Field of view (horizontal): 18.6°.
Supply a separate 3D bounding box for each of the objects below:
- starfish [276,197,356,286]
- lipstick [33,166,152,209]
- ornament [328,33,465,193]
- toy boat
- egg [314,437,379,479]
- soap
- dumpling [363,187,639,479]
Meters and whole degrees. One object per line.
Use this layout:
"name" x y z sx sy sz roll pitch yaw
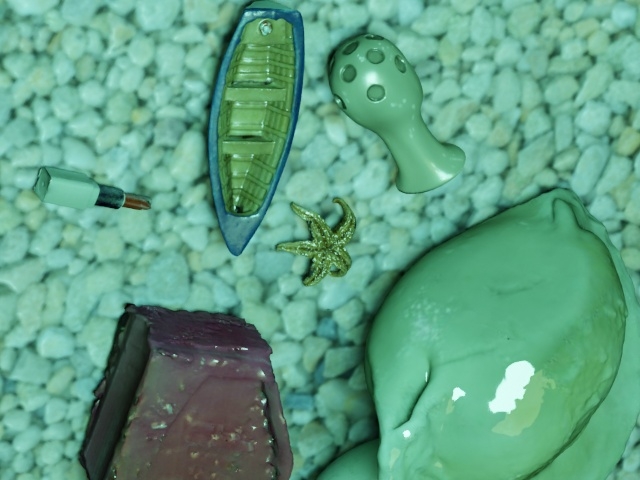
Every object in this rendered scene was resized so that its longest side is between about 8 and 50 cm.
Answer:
"starfish" 0.000 0.000 1.778 0.078 0.028 0.091 -32 119 0
"lipstick" -0.192 -0.039 1.683 0.107 0.025 0.025 12 113 -33
"ornament" 0.063 -0.115 1.715 0.075 0.081 0.156 -9 133 34
"toy boat" -0.062 -0.097 1.689 0.080 0.046 0.228 -2 118 -22
"egg" 0.101 0.273 1.874 0.264 0.183 0.182 -6 119 -27
"soap" -0.127 0.208 1.795 0.182 0.112 0.289 11 114 -23
"dumpling" 0.173 0.117 1.763 0.321 0.212 0.270 -32 83 -3
